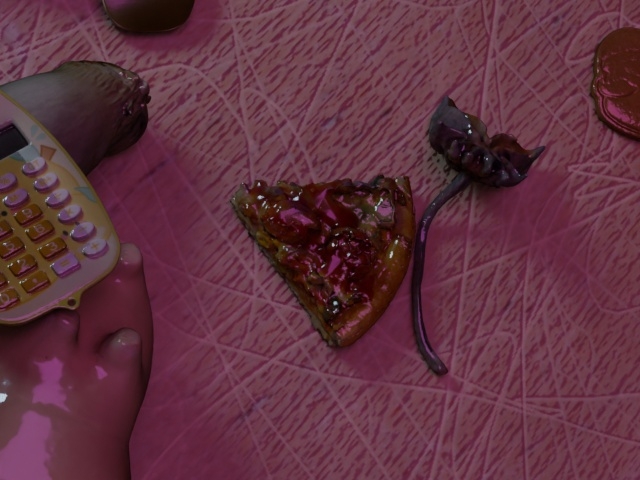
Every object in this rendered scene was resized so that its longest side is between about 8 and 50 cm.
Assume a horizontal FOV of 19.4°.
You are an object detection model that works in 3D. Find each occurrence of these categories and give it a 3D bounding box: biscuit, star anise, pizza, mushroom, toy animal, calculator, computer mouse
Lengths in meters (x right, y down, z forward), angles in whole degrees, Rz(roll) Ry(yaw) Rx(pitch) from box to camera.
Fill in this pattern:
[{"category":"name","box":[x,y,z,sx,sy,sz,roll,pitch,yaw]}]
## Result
[{"category":"biscuit","box":[0.344,-0.171,2.049,0.102,0.019,0.130,6,72,-13]},{"category":"star anise","box":[0.141,-0.008,1.942,0.148,0.218,0.227,20,111,-40]},{"category":"pizza","box":[0.000,0.000,1.878,0.193,0.053,0.201,18,69,-10]},{"category":"mushroom","box":[-0.315,-0.053,1.746,0.126,0.177,0.397,41,67,20]},{"category":"toy animal","box":[-0.254,0.150,1.680,0.237,0.269,0.326,20,37,-10]},{"category":"calculator","box":[-0.277,-0.025,1.619,0.157,0.033,0.236,-30,67,-23]},{"category":"computer mouse","box":[-0.184,-0.309,1.929,0.102,0.045,0.199,-1,74,-19]}]
